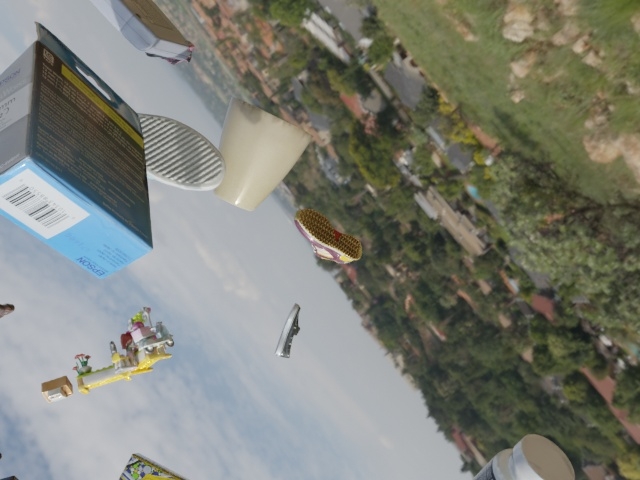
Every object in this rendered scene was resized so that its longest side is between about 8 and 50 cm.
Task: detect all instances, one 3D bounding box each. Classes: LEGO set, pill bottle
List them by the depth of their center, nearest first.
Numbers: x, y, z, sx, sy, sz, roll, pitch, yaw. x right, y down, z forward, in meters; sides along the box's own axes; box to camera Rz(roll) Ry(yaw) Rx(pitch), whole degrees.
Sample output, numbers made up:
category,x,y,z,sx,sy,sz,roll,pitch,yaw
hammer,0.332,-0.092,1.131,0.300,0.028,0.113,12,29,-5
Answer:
category,x,y,z,sx,sy,sz,roll,pitch,yaw
LEGO set,-0.393,0.206,1.191,0.132,0.287,0.107,17,-130,-62
pill bottle,0.421,0.564,1.401,0.162,0.278,0.162,20,-147,-14

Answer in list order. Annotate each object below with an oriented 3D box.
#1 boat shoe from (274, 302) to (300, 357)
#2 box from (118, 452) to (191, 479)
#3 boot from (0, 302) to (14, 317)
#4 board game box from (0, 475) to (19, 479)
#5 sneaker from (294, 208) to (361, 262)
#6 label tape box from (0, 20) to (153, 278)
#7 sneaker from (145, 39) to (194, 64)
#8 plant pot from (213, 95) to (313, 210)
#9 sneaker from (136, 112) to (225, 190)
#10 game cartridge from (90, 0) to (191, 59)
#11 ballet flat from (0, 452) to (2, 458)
category,x,y,z,sx,sy,sz,roll,pitch,yaw
boat shoe,-0.075,0.231,1.613,0.040,0.142,0.049,21,178,-5
box,-0.308,0.487,1.257,0.169,0.059,0.054,25,167,7
boot,-0.813,0.180,1.532,0.037,0.106,0.114,53,178,10
board game box,-0.688,0.683,1.426,0.243,0.042,0.165,-104,-1,-47
sneaker,0.000,0.000,1.365,0.185,0.069,0.084,35,143,-29
label tape box,-0.395,-0.146,1.001,0.249,0.115,0.347,47,-163,-48
sneaker,-0.356,-0.438,1.497,0.047,0.119,0.057,55,144,32
plant pot,-0.193,-0.233,1.822,0.257,0.273,0.256,25,-174,-3
sneaker,-0.373,-0.191,1.347,0.366,0.135,0.150,22,168,-1
game cartridge,-0.414,-0.504,1.328,0.294,0.060,0.196,49,-167,4
ballet flat,-0.927,0.548,1.659,0.076,0.079,0.221,61,-177,36
